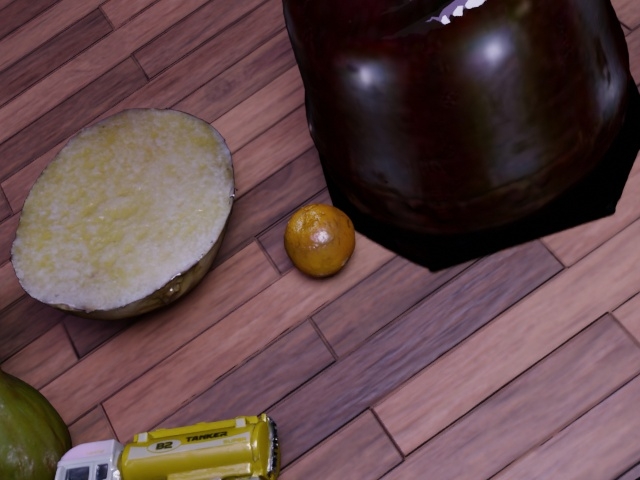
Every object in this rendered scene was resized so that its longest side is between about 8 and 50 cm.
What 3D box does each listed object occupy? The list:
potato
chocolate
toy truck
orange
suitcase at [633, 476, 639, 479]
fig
[{"bbox_3d":[-0.209,-0.017,0.905,0.239,0.116,0.299,3,54,11],"label":"potato"},{"bbox_3d":[0.137,-0.212,0.777,0.384,0.331,0.383,-6,63,11],"label":"chocolate"},{"bbox_3d":[-0.149,0.241,0.768,0.227,0.098,0.114,-11,58,9],"label":"toy truck"},{"bbox_3d":[0.000,0.000,0.857,0.083,0.070,0.083,-17,48,20],"label":"orange"},{"bbox_3d":[0.308,0.232,0.535,0.434,0.283,0.194,-29,78,0],"label":"suitcase"},{"bbox_3d":[-0.318,0.159,0.781,0.151,0.151,0.259,23,111,25],"label":"fig"}]
